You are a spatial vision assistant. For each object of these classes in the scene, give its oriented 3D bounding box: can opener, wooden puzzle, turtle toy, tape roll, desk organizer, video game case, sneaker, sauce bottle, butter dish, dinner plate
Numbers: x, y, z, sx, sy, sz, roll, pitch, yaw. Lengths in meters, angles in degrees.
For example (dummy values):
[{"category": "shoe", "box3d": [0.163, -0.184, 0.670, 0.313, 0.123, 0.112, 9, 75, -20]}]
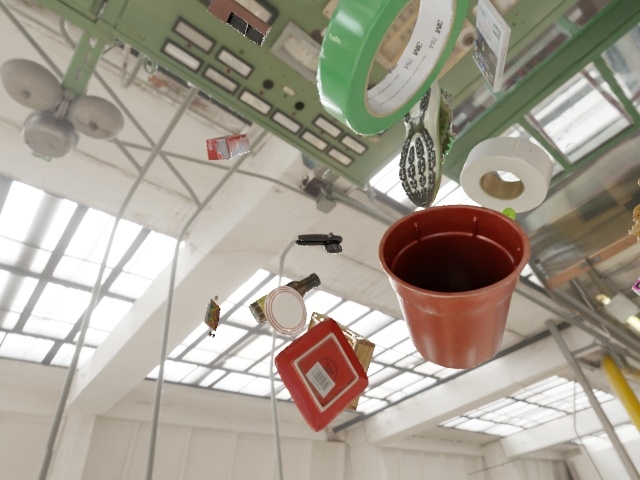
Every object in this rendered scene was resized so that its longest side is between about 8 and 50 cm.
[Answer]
[{"category": "can opener", "box3d": [0.000, 0.000, 1.418, 0.186, 0.059, 0.073, 9, -144, -32]}, {"category": "wooden puzzle", "box3d": [-0.207, 0.145, 0.782, 0.049, 0.006, 0.083, 71, -160, -56]}, {"category": "turtle toy", "box3d": [0.568, -0.047, 1.284, 0.066, 0.130, 0.095, 26, 179, -15]}, {"category": "tape roll", "box3d": [0.642, -0.223, 1.415, 0.286, 0.286, 0.100, 39, -116, -16]}, {"category": "desk organizer", "box3d": [-0.176, -0.486, 0.893, 0.130, 0.050, 0.047, 31, -158, -15]}, {"category": "video game case", "box3d": [0.453, -0.525, 1.089, 0.173, 0.022, 0.190, 72, -171, -52]}, {"category": "sneaker", "box3d": [0.355, -0.299, 1.241, 0.182, 0.158, 0.409, 4, -92, -29]}, {"category": "sauce bottle", "box3d": [-0.155, 0.254, 1.860, 0.345, 0.111, 0.111, -28, -103, -21]}, {"category": "butter dish", "box3d": [-0.014, 0.258, 0.793, 0.160, 0.118, 0.160, -29, -92, -37]}, {"category": "dinner plate", "box3d": [-0.093, 0.193, 1.119, 0.141, 0.141, 0.017, 56, -151, 12]}, {"category": "tape roll", "box3d": [0.134, -0.346, 0.728, 0.077, 0.321, 0.321, 42, -152, 21]}]

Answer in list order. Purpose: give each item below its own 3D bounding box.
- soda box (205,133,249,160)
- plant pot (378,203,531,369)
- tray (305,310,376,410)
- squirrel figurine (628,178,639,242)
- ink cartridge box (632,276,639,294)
[{"category": "soda box", "box3d": [-0.382, -0.393, 1.702, 0.263, 0.092, 0.083, -65, -26, -70]}, {"category": "plant pot", "box3d": [0.275, 0.108, 0.847, 0.272, 0.273, 0.264, -81, -20, -51]}, {"category": "tray", "box3d": [0.034, 0.381, 1.367, 0.076, 0.411, 0.202, 19, -94, -18]}, {"category": "squirrel figurine", "box3d": [0.948, -0.090, 0.960, 0.398, 0.281, 0.370, -14, -121, -20]}, {"category": "ink cartridge box", "box3d": [1.092, 0.024, 1.167, 0.069, 0.370, 0.176, 34, -178, -10]}]
